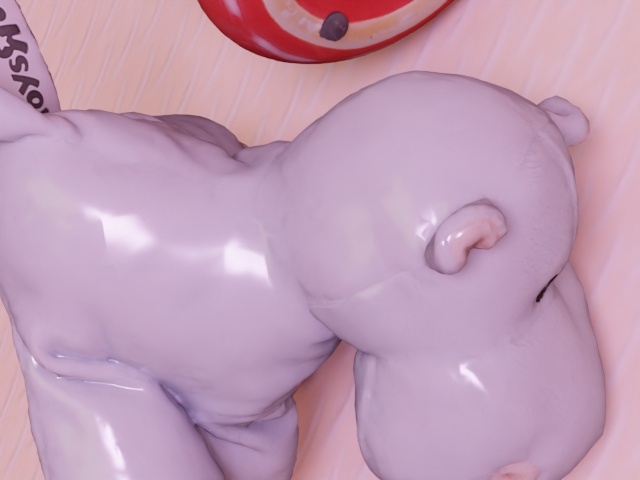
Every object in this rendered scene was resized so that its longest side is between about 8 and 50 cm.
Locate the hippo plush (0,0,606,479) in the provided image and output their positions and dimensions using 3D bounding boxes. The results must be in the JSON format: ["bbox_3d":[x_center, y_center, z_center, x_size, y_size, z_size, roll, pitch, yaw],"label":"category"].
[{"bbox_3d":[0.000,0.000,0.704,0.236,0.234,0.294,-11,110,19],"label":"hippo plush"}]

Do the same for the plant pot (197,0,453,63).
[{"bbox_3d":[-0.018,-0.185,0.751,0.191,0.191,0.174,-57,49,23],"label":"plant pot"}]
